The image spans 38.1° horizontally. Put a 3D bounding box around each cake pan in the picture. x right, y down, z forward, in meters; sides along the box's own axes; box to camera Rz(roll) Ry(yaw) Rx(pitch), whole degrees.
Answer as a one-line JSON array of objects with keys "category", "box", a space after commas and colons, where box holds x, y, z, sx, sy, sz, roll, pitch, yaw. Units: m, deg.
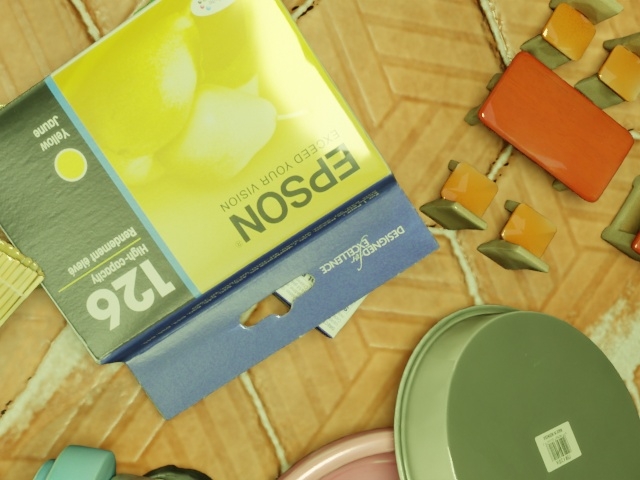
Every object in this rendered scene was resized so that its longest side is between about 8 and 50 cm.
[{"category": "cake pan", "box": [0.204, 0.195, 0.878, 0.293, 0.054, 0.293, 13, 65, -28]}]

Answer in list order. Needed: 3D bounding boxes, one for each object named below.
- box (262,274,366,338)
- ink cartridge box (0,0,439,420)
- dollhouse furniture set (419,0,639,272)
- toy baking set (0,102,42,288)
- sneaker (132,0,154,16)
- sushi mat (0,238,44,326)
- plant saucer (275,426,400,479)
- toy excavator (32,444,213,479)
[{"category": "box", "box": [0.000, 0.000, 0.879, 0.126, 0.072, 0.137, 40, 83, -10]}, {"category": "ink cartridge box", "box": [-0.103, -0.035, 0.786, 0.304, 0.072, 0.307, -33, 96, 7]}, {"category": "dollhouse furniture set", "box": [0.272, -0.079, 0.907, 0.259, 0.135, 0.262, 34, 85, -12]}, {"category": "toy baking set", "box": [-0.272, -0.049, 0.835, 0.256, 0.030, 0.196, -4, 93, -13]}, {"category": "sneaker", "box": [-0.124, -0.327, 0.805, 0.147, 0.134, 0.343, -7, 95, -12]}, {"category": "sushi mat", "box": [-0.388, 0.093, 0.776, 0.151, 0.019, 0.316, 41, 100, -13]}, {"category": "plant saucer", "box": [0.064, 0.340, 0.905, 0.332, 0.084, 0.331, -1, 93, -14]}, {"category": "toy excavator", "box": [-0.329, 0.370, 0.773, 0.446, 0.222, 0.432, 11, 88, 0]}]
